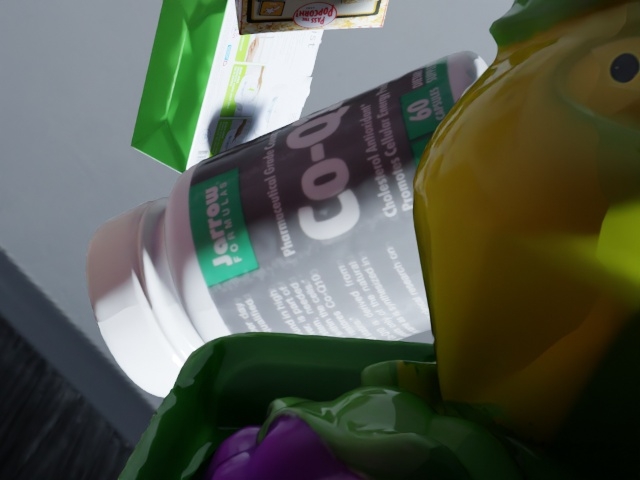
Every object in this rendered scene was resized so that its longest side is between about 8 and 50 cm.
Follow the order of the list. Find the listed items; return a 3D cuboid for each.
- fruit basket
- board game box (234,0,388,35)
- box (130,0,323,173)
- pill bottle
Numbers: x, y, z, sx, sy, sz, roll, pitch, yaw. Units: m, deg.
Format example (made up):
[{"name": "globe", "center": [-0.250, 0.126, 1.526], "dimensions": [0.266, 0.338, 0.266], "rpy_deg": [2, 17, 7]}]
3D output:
[{"name": "fruit basket", "center": [0.113, 0.071, 0.345], "dimensions": [0.392, 0.283, 0.392], "rpy_deg": [2, 110, 7]}, {"name": "board game box", "center": [-0.003, -0.263, 0.895], "dimensions": [0.146, 0.045, 0.193], "rpy_deg": [-5, 156, -9]}, {"name": "box", "center": [-0.130, -0.241, 1.458], "dimensions": [0.126, 0.231, 0.262], "rpy_deg": [28, 113, 30]}, {"name": "pill bottle", "center": [0.000, 0.000, 0.833], "dimensions": [0.361, 0.204, 0.204], "rpy_deg": [-22, 118, 17]}]
